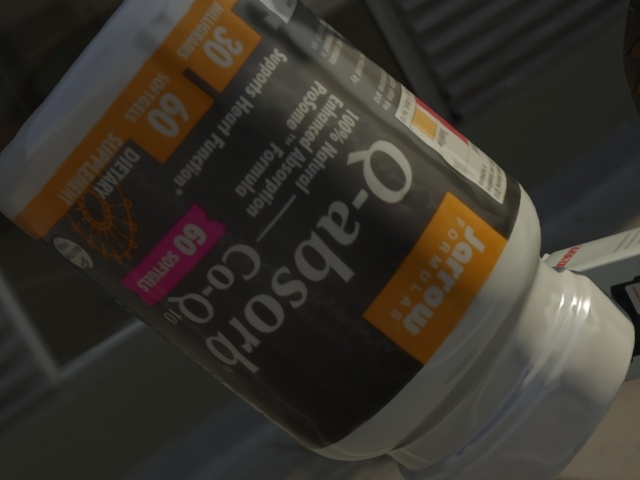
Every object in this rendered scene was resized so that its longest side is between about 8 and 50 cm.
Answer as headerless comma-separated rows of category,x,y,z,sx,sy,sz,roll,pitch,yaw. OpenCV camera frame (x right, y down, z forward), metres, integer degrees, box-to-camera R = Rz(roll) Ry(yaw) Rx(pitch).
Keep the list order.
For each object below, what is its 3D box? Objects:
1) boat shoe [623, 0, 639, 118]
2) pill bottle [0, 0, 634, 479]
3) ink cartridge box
boat shoe,0.195,-0.122,0.817,0.060,0.178,0.064,9,-21,-43
pill bottle,0.000,0.000,0.732,0.162,0.278,0.162,-49,11,13
ink cartridge box,0.218,0.026,0.932,0.175,0.072,0.127,-18,4,20
